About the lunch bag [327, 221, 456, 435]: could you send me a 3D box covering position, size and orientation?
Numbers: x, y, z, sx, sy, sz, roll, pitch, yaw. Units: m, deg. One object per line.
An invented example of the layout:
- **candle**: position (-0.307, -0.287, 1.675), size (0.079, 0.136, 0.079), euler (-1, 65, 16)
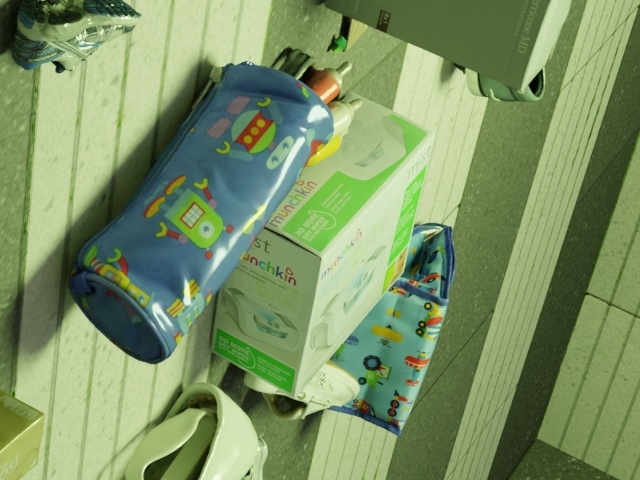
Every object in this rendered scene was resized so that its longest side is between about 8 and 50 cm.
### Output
- **lunch bag**: position (0.110, 0.106, 2.535), size (0.293, 0.138, 0.221), euler (-56, 165, -66)

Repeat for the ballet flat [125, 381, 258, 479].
- **ballet flat**: position (-0.199, 0.309, 1.902), size (0.400, 0.139, 0.139), euler (-56, 162, -37)

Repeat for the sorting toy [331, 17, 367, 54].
- **sorting toy**: position (0.036, -0.239, 1.962), size (0.083, 0.012, 0.062), euler (-51, 164, -46)

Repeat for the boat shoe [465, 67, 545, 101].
- **boat shoe**: position (0.253, -0.320, 2.285), size (0.116, 0.099, 0.319), euler (-39, 140, -43)

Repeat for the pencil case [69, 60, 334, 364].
- **pencil case**: position (-0.112, -0.036, 1.637), size (0.306, 0.133, 0.119), euler (-55, -163, -25)

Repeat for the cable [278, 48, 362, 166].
- **cable**: position (-0.052, -0.088, 1.819), size (0.287, 0.072, 0.139), euler (-51, 153, -37)

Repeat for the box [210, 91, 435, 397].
- **box**: position (0.000, 0.000, 2.013), size (0.262, 0.126, 0.231), euler (-47, 158, -42)

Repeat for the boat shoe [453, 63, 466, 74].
- **boat shoe**: position (0.224, -0.276, 2.421), size (0.125, 0.038, 0.046), euler (-57, -179, -19)

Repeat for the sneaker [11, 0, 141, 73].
- **sneaker**: position (-0.192, -0.160, 1.360), size (0.135, 0.052, 0.058), euler (-20, 144, -56)

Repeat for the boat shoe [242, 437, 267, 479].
- **boat shoe**: position (-0.095, 0.300, 2.321), size (0.035, 0.035, 0.100), euler (-17, 141, -31)

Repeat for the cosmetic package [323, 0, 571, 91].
- **cosmetic package**: position (0.137, -0.265, 1.837), size (0.107, 0.238, 0.127), euler (-43, 153, -50)

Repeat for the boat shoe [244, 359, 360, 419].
- **boat shoe**: position (-0.034, 0.178, 2.223), size (0.096, 0.098, 0.277), euler (-62, 154, -6)

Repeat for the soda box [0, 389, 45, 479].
- **soda box**: position (-0.309, 0.199, 1.493), size (0.181, 0.058, 0.061), euler (-40, 151, -51)
